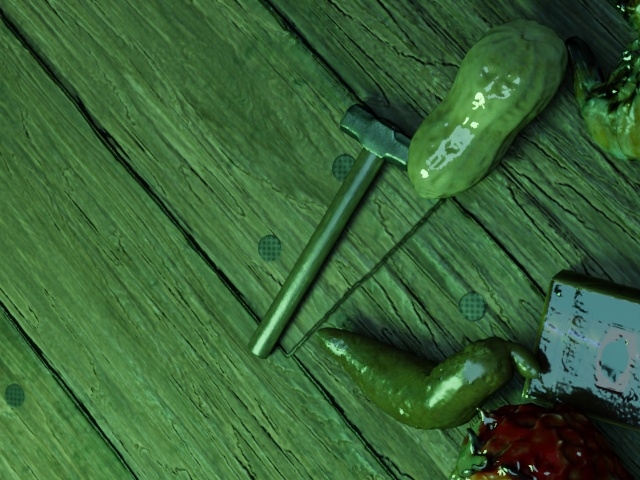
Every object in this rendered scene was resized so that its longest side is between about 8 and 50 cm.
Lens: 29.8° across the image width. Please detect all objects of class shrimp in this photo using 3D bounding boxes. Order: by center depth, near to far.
[{"bbox_3d":[0.338,-0.251,1.377,0.233,0.071,0.365,-59,38,45],"label":"shrimp"}]

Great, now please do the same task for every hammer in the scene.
[{"bbox_3d":[0.000,0.000,1.586,0.111,0.043,0.365,36,105,18],"label":"hammer"}]

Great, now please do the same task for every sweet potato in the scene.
[{"bbox_3d":[0.130,0.174,1.484,0.310,0.098,0.124,2,99,40],"label":"sweet potato"}]

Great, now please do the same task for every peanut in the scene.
[{"bbox_3d":[0.194,-0.157,1.456,0.123,0.123,0.257,42,104,17],"label":"peanut"}]

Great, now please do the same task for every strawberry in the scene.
[{"bbox_3d":[0.283,0.282,1.392,0.280,0.253,0.150,18,58,18],"label":"strawberry"}]

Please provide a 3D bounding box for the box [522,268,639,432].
[{"bbox_3d":[0.374,0.142,1.413,0.240,0.071,0.159,16,99,21],"label":"box"}]
